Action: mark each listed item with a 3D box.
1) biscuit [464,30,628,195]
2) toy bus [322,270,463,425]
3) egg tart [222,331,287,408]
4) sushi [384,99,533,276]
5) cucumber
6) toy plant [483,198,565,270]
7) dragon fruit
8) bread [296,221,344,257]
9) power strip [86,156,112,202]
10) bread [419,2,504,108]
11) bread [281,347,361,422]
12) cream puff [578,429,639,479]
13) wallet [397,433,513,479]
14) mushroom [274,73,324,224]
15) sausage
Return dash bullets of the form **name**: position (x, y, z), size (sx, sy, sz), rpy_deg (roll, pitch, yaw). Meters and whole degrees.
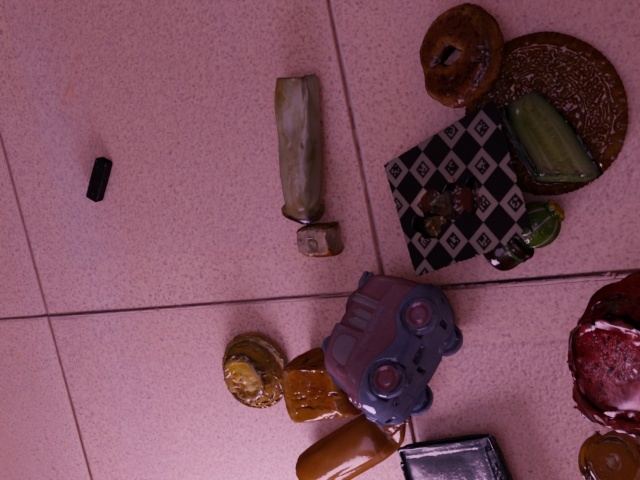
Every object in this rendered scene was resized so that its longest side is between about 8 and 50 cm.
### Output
- **biscuit**: position (0.406, -0.227, 1.627), size (0.306, 0.038, 0.305), rpy_deg (8, 108, 26)
- **toy bus**: position (0.127, 0.206, 1.781), size (0.232, 0.197, 0.294), rpy_deg (24, 82, 31)
- **egg tart**: position (-0.161, 0.310, 2.065), size (0.191, 0.074, 0.191), rpy_deg (9, 110, 25)
- **sushi**: position (0.271, -0.087, 1.712), size (0.290, 0.050, 0.263), rpy_deg (-27, 73, 43)
- **cucumber**: position (0.394, -0.167, 1.583), size (0.193, 0.115, 0.086), rpy_deg (60, 165, 3)
- **toy plant**: position (0.382, -0.014, 1.669), size (0.162, 0.093, 0.092), rpy_deg (-42, 83, 29)
- **dragon fruit**: position (0.569, 0.188, 1.511), size (0.296, 0.302, 0.295), rpy_deg (12, 113, 31)
- **bread**: position (0.000, 0.002, 1.892), size (0.083, 0.070, 0.076), rpy_deg (-2, 102, 31)
- **power strip**: position (-0.535, -0.147, 2.160), size (0.038, 0.029, 0.111), rpy_deg (29, 114, 19)
- **bread**: position (0.260, -0.339, 1.641), size (0.193, 0.064, 0.193), rpy_deg (1, 91, 48)
- **bread**: position (0.013, 0.315, 1.935), size (0.158, 0.149, 0.143), rpy_deg (-9, 97, 36)
- **cream puff**: position (0.556, 0.423, 1.692), size (0.133, 0.104, 0.119), rpy_deg (33, 85, 9)
- **wallet**: position (0.316, 0.574, 1.880), size (0.237, 0.075, 0.341), rpy_deg (-19, 93, 32)
- **mushroom**: position (-0.045, -0.187, 1.857), size (0.100, 0.081, 0.312), rpy_deg (2, 103, 22)
- **sausage**: position (0.079, 0.453, 1.955), size (0.328, 0.112, 0.112), rpy_deg (-38, 85, 31)
